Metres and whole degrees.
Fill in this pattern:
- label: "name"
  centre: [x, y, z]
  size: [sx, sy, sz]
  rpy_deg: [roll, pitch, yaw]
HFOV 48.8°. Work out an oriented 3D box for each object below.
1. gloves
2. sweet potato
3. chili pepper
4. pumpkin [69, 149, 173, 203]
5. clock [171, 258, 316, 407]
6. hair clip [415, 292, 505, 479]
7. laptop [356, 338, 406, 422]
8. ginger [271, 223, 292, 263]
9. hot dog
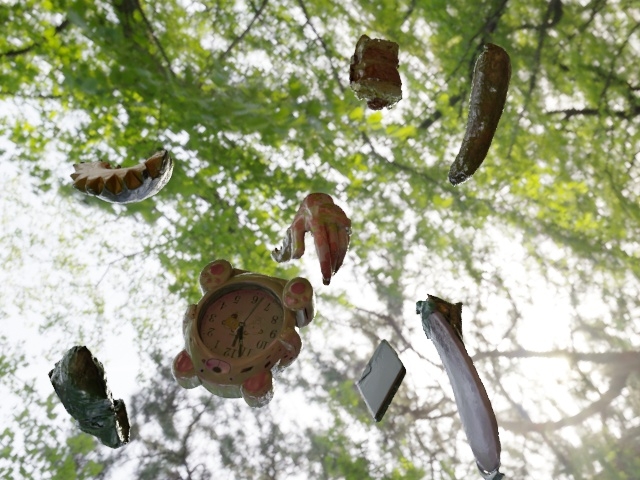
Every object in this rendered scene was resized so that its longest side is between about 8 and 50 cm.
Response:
- label: "gloves"
  centre: [0.008, -0.008, 1.699]
  size: [0.145, 0.126, 0.241]
  rpy_deg: [26, -151, -33]
- label: "sweet potato"
  centre: [0.305, -0.231, 1.337]
  size: [0.075, 0.273, 0.075]
  rpy_deg: [11, -164, -3]
- label: "chili pepper"
  centre: [-0.470, 0.324, 1.428]
  size: [0.116, 0.264, 0.148]
  rpy_deg: [-20, -132, -13]
- label: "pumpkin"
  centre: [-0.490, -0.127, 1.764]
  size: [0.130, 0.254, 0.149]
  rpy_deg: [-89, -11, -46]
- label: "clock"
  centre: [-0.175, 0.205, 1.586]
  size: [0.284, 0.114, 0.309]
  rpy_deg: [13, -124, 13]
- label: "hair clip"
  centre: [0.253, 0.244, 1.242]
  size: [0.096, 0.110, 0.358]
  rpy_deg: [22, -138, -37]
- label: "laptop"
  centre: [0.150, 0.335, 1.717]
  size: [0.026, 0.154, 0.207]
  rpy_deg: [28, -175, -13]
- label: "ginger"
  centre: [-0.089, 0.018, 1.896]
  size: [0.051, 0.173, 0.069]
  rpy_deg: [-4, -117, -36]
- label: "hot dog"
  centre: [0.134, -0.413, 1.753]
  size: [0.146, 0.103, 0.213]
  rpy_deg: [15, -122, -19]
